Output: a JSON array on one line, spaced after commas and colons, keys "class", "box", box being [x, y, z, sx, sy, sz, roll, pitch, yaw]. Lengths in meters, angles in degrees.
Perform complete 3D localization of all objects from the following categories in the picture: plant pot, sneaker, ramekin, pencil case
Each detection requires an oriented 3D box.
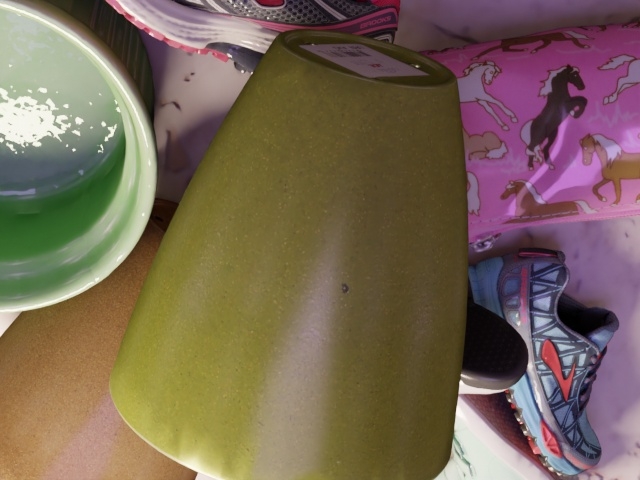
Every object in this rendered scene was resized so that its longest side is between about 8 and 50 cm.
[{"class": "plant pot", "box": [0.000, 0.000, 1.134, 0.275, 0.275, 0.293, 10, 110, -6]}, {"class": "plant pot", "box": [-0.173, 0.096, 1.367, 0.237, 0.237, 0.254, 27, 105, -16]}, {"class": "sneaker", "box": [-0.076, -0.205, 1.182, 0.299, 0.121, 0.112, 21, 107, -29]}, {"class": "sneaker", "box": [0.071, 0.121, 1.395, 0.270, 0.090, 0.145, 14, 132, 27]}, {"class": "ramekin", "box": [-0.280, -0.103, 1.258, 0.303, 0.148, 0.303, 0, 124, 0]}, {"class": "pencil case", "box": [0.265, -0.096, 1.253, 0.386, 0.160, 0.167, -7, 123, 4]}, {"class": "sneaker", "box": [0.137, 0.219, 1.504, 0.151, 0.094, 0.256, -31, 117, 23]}, {"class": "sneaker", "box": [0.233, 0.119, 1.430, 0.125, 0.104, 0.262, -22, 121, 12]}]
